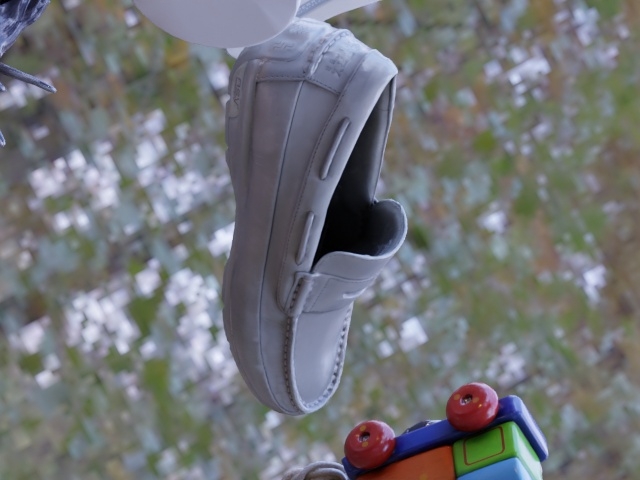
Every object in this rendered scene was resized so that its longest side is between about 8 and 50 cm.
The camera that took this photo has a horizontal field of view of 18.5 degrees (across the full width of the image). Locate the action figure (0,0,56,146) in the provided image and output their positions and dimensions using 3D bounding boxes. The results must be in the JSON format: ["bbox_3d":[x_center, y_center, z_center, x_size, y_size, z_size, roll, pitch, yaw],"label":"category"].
[{"bbox_3d":[-0.289,-0.171,1.306,0.275,0.164,0.141,44,8,37],"label":"action figure"}]

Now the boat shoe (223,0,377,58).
[{"bbox_3d":[0.000,-0.201,1.476,0.063,0.184,0.066,61,5,36],"label":"boat shoe"}]

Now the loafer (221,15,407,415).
[{"bbox_3d":[0.000,0.000,1.326,0.111,0.112,0.319,19,-45,22],"label":"loafer"}]

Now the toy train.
[{"bbox_3d":[0.054,0.218,1.496,0.105,0.248,0.143,56,20,-34],"label":"toy train"}]

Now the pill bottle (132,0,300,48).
[{"bbox_3d":[-0.036,-0.208,1.030,0.121,0.121,0.216,81,17,-51],"label":"pill bottle"}]

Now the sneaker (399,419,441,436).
[{"bbox_3d":[0.071,0.244,1.771,0.086,0.226,0.163,-38,-123,40],"label":"sneaker"}]
